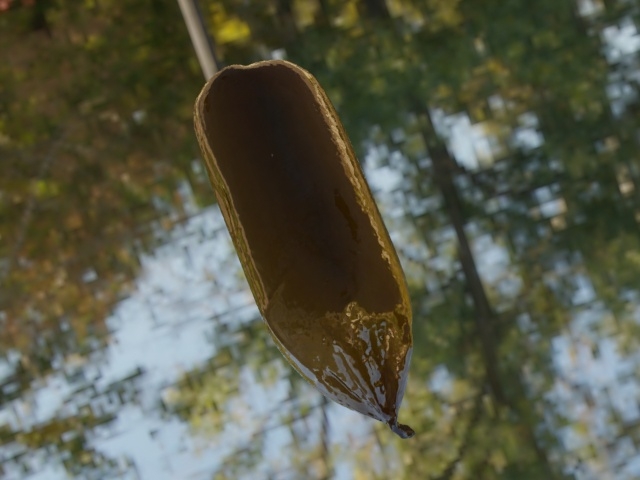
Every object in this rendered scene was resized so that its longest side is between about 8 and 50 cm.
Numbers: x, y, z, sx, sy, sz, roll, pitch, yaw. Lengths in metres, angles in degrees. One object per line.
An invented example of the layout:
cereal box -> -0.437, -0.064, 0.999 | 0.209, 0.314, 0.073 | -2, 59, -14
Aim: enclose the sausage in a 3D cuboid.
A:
sausage -> -0.005, 0.003, 1.287 | 0.112, 0.328, 0.112 | -15, 147, -10
